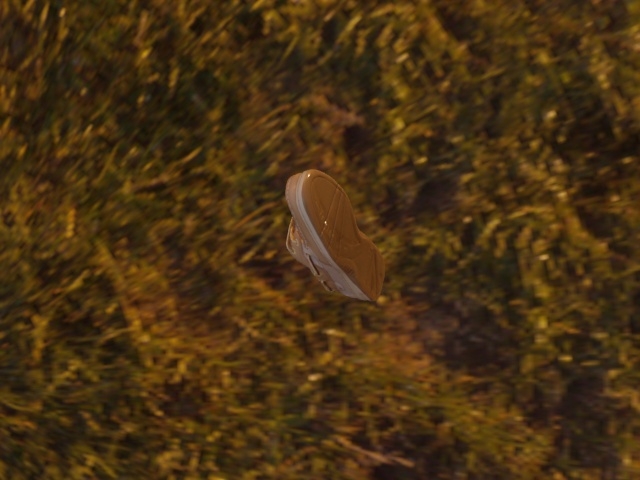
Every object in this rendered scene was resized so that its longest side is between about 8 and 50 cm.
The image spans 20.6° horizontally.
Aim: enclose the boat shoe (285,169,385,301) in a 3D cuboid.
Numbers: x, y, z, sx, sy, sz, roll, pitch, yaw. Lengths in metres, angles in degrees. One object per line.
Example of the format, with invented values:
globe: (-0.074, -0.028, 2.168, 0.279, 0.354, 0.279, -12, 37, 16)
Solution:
boat shoe: (0.000, 0.000, 1.486, 0.059, 0.170, 0.063, 0, 56, 26)
